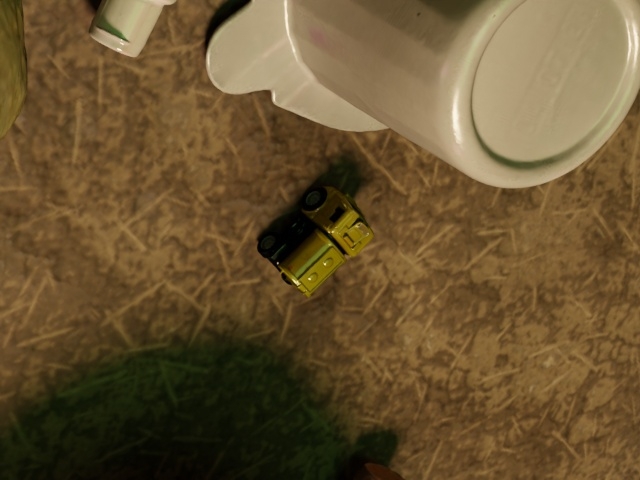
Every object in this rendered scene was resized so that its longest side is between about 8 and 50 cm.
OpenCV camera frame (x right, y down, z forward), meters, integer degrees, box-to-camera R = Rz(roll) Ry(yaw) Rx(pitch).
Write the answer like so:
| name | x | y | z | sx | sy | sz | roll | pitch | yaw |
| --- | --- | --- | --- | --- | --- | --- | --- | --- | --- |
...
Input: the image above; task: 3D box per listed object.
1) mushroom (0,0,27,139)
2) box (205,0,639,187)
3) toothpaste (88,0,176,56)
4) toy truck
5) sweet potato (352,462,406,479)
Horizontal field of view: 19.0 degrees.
| name | x | y | z | sx | sy | sz | roll | pitch | yaw |
| --- | --- | --- | --- | --- | --- | --- | --- | --- | --- |
| mushroom | -0.307 | -0.145 | 1.127 | 0.292 | 0.212 | 0.217 | -9 | 130 | -21 |
| box | 0.089 | -0.152 | 1.367 | 0.291 | 0.206 | 0.262 | -25 | 127 | -22 |
| toothpaste | -0.072 | -0.271 | 1.295 | 0.056 | 0.058 | 0.314 | 28 | 98 | 4 |
| toy truck | 0.000 | 0.000 | 1.500 | 0.083 | 0.054 | 0.049 | -44 | 131 | -4 |
| sweet potato | -0.005 | 0.321 | 1.687 | 0.067 | 0.059 | 0.281 | 7 | 116 | -59 |
